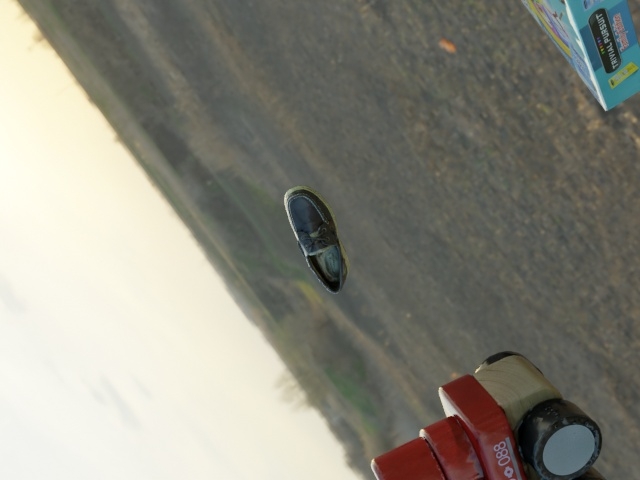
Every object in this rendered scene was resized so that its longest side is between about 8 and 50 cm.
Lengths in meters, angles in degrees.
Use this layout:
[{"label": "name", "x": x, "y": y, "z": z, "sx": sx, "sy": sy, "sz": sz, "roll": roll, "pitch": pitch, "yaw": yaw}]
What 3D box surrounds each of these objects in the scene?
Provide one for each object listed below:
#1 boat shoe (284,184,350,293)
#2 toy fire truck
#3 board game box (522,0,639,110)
[{"label": "boat shoe", "x": 0.000, "y": 0.000, "z": 1.265, "sx": 0.049, "sy": 0.056, "sz": 0.152, "roll": -95, "pitch": -21, "yaw": -58}, {"label": "toy fire truck", "x": 0.108, "y": 0.239, "z": 0.784, "sx": 0.158, "sy": 0.246, "sz": 0.217, "roll": -128, "pitch": 16, "yaw": -65}, {"label": "board game box", "x": 0.335, "y": -0.365, "z": 1.402, "sx": 0.336, "sy": 0.079, "sz": 0.254, "roll": 41, "pitch": -162, "yaw": -56}]
